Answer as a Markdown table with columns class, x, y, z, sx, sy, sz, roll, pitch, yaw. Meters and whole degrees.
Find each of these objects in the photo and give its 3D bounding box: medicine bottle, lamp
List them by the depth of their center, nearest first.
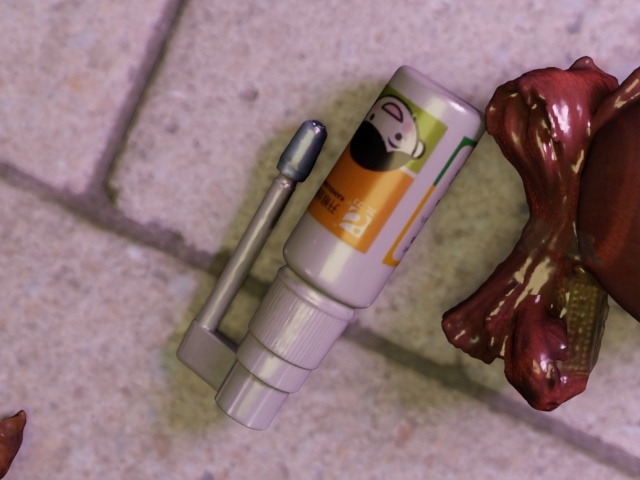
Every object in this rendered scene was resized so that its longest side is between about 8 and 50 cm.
| class | x | y | z | sx | sy | sz | roll | pitch | yaw |
| --- | --- | --- | --- | --- | --- | --- | --- | --- | --- |
| lamp | 0.196 | -0.003 | 0.752 | 0.223 | 0.151 | 0.215 | 15 | 99 | 43 |
| medicine bottle | 0.000 | 0.000 | 0.804 | 0.092 | 0.061 | 0.221 | 37 | 101 | 23 |

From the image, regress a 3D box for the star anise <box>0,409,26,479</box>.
| class | x | y | z | sx | sy | sz | roll | pitch | yaw |
| --- | --- | --- | --- | --- | --- | --- | --- | --- | --- |
| star anise | -0.266 | 0.162 | 0.828 | 0.212 | 0.111 | 0.196 | 35 | 93 | 5 |
